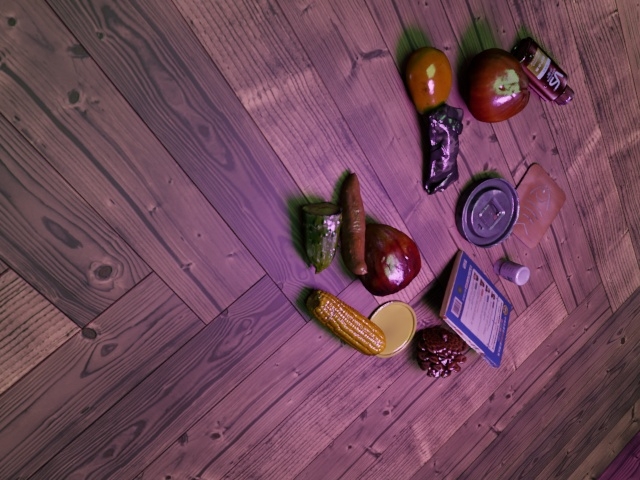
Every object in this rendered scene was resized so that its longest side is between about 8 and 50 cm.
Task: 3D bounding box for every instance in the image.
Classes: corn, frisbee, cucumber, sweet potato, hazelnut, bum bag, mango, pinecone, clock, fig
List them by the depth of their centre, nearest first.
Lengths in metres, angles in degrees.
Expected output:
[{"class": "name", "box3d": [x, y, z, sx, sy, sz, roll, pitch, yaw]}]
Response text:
[{"class": "cucumber", "box3d": [0.002, 0.001, 1.574, 0.134, 0.134, 0.245, -8, 117, -25]}, {"class": "mango", "box3d": [0.357, -0.519, 1.591, 0.151, 0.120, 0.221, -30, 124, -8]}, {"class": "sweet potato", "box3d": [0.107, -0.049, 1.597, 0.092, 0.114, 0.342, 2, 74, -13]}, {"class": "fig", "box3d": [0.224, 0.071, 1.655, 0.224, 0.224, 0.263, -29, 116, -16]}, {"class": "hazelnut", "box3d": [0.600, -0.525, 1.661, 0.217, 0.217, 0.252, -31, 117, -16]}, {"class": "bum bag", "box3d": [0.428, -0.315, 1.690, 0.144, 0.095, 0.341, -25, 129, -22]}, {"class": "corn", "box3d": [0.097, 0.291, 1.706, 0.363, 0.120, 0.120, 41, 85, -25]}, {"class": "frisbee", "box3d": [0.269, 0.340, 1.867, 0.235, 0.017, 0.236, -8, 109, -25]}, {"class": "clock", "box3d": [0.647, -0.107, 1.891, 0.280, 0.055, 0.281, -7, 108, -22]}, {"class": "pinecone", "box3d": [0.466, 0.447, 1.904, 0.207, 0.207, 0.208, -8, 109, -25]}]

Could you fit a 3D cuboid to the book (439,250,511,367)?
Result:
[{"class": "book", "box3d": [0.632, 0.278, 1.947, 0.428, 0.039, 0.300, 43, 57, -29]}]

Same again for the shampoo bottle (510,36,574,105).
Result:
[{"class": "shampoo bottle", "box3d": [0.833, -0.614, 1.822, 0.323, 0.084, 0.129, 26, 95, -31]}]

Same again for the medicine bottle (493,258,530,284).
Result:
[{"class": "medicine bottle", "box3d": [0.779, 0.126, 1.994, 0.080, 0.130, 0.080, -8, 107, -25]}]

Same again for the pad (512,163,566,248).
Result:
[{"class": "pad", "box3d": [0.889, -0.139, 2.033, 0.286, 0.018, 0.284, 33, 89, -31]}]
